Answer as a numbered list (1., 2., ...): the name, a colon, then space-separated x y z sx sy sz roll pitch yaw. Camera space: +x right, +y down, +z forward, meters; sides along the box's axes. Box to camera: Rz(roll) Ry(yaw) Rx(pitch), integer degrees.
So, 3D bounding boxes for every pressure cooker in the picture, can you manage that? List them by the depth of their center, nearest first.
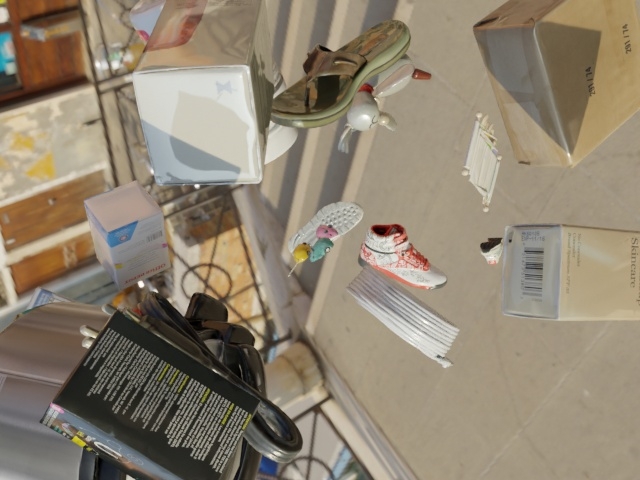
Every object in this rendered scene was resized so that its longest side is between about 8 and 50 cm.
1. pressure cooker: -0.275 0.289 1.098 0.421 0.375 0.369 3 112 28

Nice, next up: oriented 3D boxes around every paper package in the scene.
1. paper package: 0.510 -0.365 1.541 0.168 0.309 0.324 20 143 55

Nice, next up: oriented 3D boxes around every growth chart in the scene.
1. growth chart: 0.382 -0.186 1.750 0.021 0.172 0.237 11 166 30

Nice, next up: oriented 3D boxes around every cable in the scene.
1. cable: -0.147 0.163 0.889 0.287 0.072 0.139 41 -165 -15
2. cable: 0.176 0.151 1.605 0.257 0.089 0.257 37 -179 40

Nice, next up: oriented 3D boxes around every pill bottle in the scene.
1. pill bottle: -0.165 -0.283 1.264 0.176 0.176 0.318 18 145 51

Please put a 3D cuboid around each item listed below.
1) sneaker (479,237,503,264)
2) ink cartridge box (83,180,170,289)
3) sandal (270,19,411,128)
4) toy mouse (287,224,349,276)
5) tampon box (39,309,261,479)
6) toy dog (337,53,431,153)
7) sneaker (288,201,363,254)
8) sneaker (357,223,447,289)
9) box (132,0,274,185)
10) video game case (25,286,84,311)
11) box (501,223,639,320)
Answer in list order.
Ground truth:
1. sneaker: 0.506 0.038 2.196 0.057 0.161 0.075 -1 100 23
2. ink cartridge box: -0.300 -0.002 1.170 0.090 0.092 0.143 45 147 33
3. sandal: 0.022 -0.274 1.160 0.120 0.303 0.086 21 146 36
4. toy mouse: 0.000 0.000 1.657 0.143 0.161 0.031 -23 114 36
5. tampon box: -0.162 0.163 0.706 0.161 0.101 0.120 34 149 -8
6. toy dog: 0.167 -0.350 1.747 0.161 0.333 0.220 18 154 2
7. sneaker: 0.021 -0.034 2.034 0.235 0.095 0.090 -31 77 21
8. sneaker: 0.249 0.041 2.152 0.270 0.090 0.145 17 124 6
9. box: -0.129 -0.189 0.898 0.232 0.127 0.148 -88 -4 -52
10. video game case: -0.475 0.295 1.445 0.300 0.329 0.036 24 163 -10
11. box: 0.443 0.053 1.181 0.121 0.311 0.148 -1 88 61
